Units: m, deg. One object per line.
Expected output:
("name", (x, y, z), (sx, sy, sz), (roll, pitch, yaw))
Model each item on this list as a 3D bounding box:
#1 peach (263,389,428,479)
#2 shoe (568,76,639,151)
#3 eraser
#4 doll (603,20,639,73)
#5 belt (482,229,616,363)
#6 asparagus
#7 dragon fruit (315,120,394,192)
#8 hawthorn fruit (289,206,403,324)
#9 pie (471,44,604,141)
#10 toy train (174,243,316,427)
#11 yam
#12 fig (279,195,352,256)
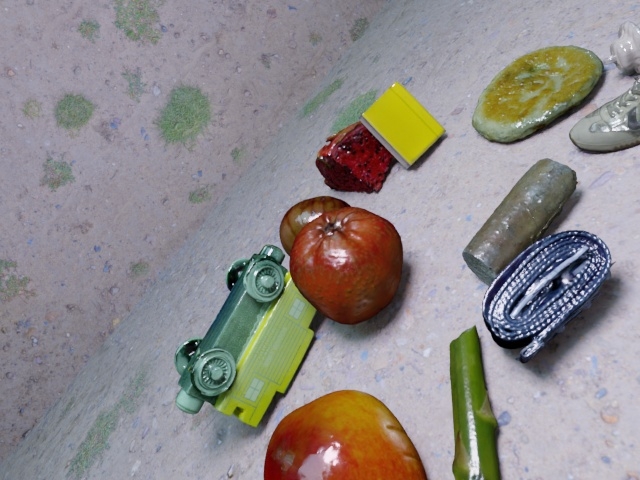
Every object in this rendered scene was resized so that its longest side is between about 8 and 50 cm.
("peach", (0.035, 0.397, 0.664), (0.275, 0.245, 0.249), (54, 129, 51))
("shoe", (0.614, -0.260, 0.771), (0.275, 0.098, 0.103), (-24, 33, 39))
("eraser", (0.249, -0.348, 1.248), (0.158, 0.226, 0.069), (-44, 1, -6))
("doll", (0.733, -0.440, 0.825), (0.293, 0.119, 0.138), (-26, 27, 24))
("belt", (0.361, 0.087, 0.671), (0.218, 0.128, 0.122), (-44, 58, 3))
("asparagus", (0.242, 0.263, 0.667), (0.067, 0.060, 0.278), (-39, 27, 37))
("dragon fruit", (0.098, -0.243, 1.402), (0.330, 0.302, 0.240), (143, 121, -60))
("hawthorn fruit", (0.064, 0.062, 0.971), (0.275, 0.300, 0.275), (-5, 55, 7))
("pie", (0.543, -0.377, 1.046), (0.323, 0.070, 0.323), (-30, 36, 25))
("toy train", (-0.166, 0.238, 1.031), (0.179, 0.272, 0.442), (1, 58, 55))
("yam", (0.384, -0.035, 0.799), (0.259, 0.106, 0.106), (-48, 28, -6))
("fig", (0.002, -0.014, 1.181), (0.235, 0.235, 0.214), (-42, 55, 10))
